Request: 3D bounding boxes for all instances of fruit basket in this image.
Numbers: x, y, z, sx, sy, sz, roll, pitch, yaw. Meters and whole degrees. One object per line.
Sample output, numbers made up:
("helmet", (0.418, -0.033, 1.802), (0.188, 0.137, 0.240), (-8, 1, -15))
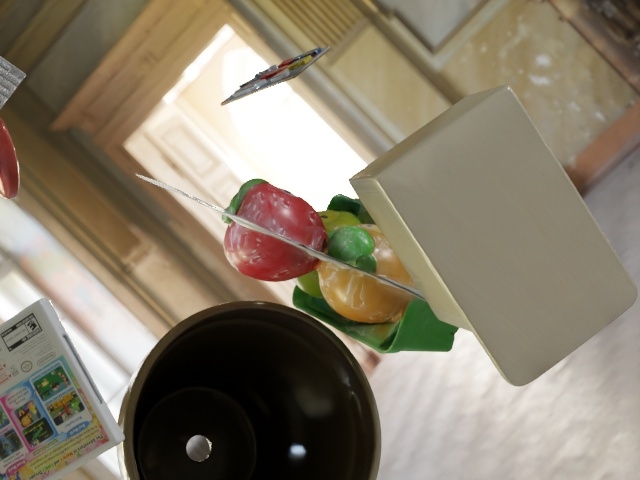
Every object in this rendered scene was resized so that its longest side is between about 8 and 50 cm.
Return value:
("fruit basket", (0.000, 0.000, 1.270), (0.327, 0.353, 0.165), (22, 84, 59))

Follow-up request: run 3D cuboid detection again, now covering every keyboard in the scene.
("keyboard", (-0.473, -0.233, 1.516), (0.072, 0.014, 0.256), (-59, -10, -2))

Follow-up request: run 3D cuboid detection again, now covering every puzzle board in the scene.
("puzzle board", (-0.058, -0.210, 1.405), (0.128, 0.011, 0.096), (-15, 20, 38))

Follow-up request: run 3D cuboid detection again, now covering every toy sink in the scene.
("toy sink", (0.158, -0.004, 1.044), (0.152, 0.234, 0.131), (-36, 8, -7))

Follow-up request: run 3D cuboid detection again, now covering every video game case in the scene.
("video game case", (-0.267, 0.149, 0.983), (0.157, 0.143, 0.019), (-32, -5, 20))

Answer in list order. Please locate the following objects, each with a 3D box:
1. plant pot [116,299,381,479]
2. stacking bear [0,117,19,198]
("plant pot", (-0.124, 0.257, 1.424), (0.323, 0.323, 0.280), (-46, 7, -25))
("stacking bear", (-0.702, -0.126, 1.965), (0.289, 0.175, 0.164), (-25, -15, -31))
